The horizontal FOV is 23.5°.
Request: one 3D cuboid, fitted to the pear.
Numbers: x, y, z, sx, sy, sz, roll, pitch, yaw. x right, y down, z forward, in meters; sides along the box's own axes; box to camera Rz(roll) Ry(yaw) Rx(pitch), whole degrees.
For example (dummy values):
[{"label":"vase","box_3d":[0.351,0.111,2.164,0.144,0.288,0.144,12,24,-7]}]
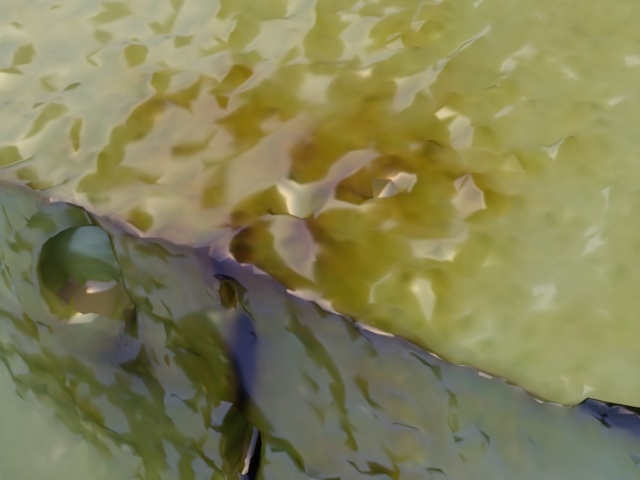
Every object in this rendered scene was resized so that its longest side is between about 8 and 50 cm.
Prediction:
[{"label":"pear","box_3d":[0.018,0.050,0.512,0.238,0.342,0.318,-45,-36,-36]}]
